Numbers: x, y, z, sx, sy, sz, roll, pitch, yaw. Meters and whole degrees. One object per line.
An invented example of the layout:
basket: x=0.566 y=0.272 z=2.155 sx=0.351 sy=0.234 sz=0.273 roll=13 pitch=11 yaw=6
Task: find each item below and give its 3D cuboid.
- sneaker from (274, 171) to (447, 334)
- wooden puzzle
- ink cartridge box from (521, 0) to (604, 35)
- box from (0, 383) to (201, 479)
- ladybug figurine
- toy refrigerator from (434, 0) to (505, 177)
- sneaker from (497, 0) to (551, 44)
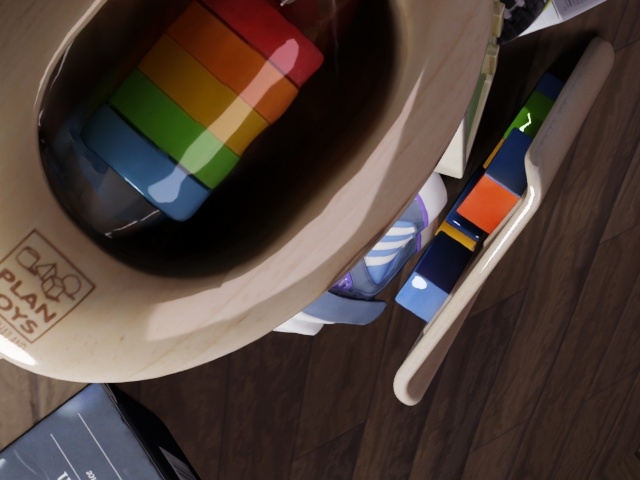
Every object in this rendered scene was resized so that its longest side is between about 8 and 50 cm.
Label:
sneaker: x=0.000 y=0.000 z=1.955 sx=0.236 sy=0.130 sz=0.323 roll=-39 pitch=162 yaw=-8
wooden puzzle: x=0.182 y=-0.032 z=2.090 sx=0.348 sy=0.080 sz=0.322 roll=-63 pitch=176 yaw=37
ink cartridge box: x=0.230 y=-0.241 z=1.869 sx=0.223 sy=0.045 sz=0.224 roll=-28 pitch=-173 yaw=-32
box: x=-0.284 y=0.396 z=2.088 sx=0.395 sy=0.293 sz=0.212 roll=-38 pitch=155 yaw=0
ladybug figurine: x=-0.084 y=-0.100 z=1.286 sx=0.449 sy=0.305 sz=0.162 roll=-44 pitch=-163 yaw=1
toy refrigerator: x=0.093 y=-0.140 z=1.556 sx=0.269 sy=0.094 sz=0.102 roll=74 pitch=34 yaw=-75
sneaker: x=0.136 y=-0.234 z=1.689 sx=0.121 sy=0.111 sz=0.300 roll=-44 pitch=-167 yaw=-20
